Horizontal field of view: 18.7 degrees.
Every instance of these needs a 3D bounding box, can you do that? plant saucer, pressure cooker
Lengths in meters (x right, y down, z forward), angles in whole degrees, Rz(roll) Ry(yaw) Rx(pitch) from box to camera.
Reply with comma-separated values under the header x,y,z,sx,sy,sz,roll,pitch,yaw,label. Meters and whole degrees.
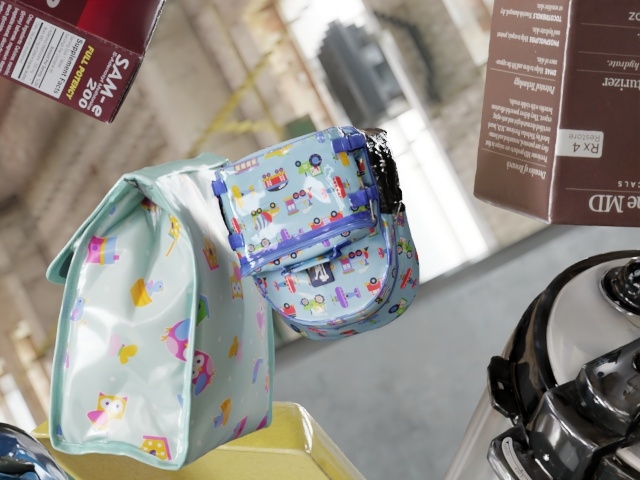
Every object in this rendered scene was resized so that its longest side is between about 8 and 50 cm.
x,y,z,sx,sy,sz,roll,pitch,yaw,label
-0.090,0.253,2.078,0.333,0.081,0.332,1,-29,26,plant saucer
0.316,0.214,1.848,0.370,0.376,0.420,-70,0,-50,pressure cooker

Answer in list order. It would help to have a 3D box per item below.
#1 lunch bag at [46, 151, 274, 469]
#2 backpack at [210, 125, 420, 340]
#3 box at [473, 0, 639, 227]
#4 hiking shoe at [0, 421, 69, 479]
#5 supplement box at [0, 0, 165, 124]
x,y,z,sx,sy,sz,roll,pitch,yaw,label
-0.136,0.054,1.748,0.160,0.262,0.223,5,7,19,lunch bag
0.000,0.000,1.672,0.158,0.173,0.117,-16,-3,17,backpack
0.253,-0.121,1.741,0.168,0.203,0.167,2,8,-20,box
-0.133,0.191,1.006,0.113,0.304,0.132,5,-53,-28,hiking shoe
-0.222,-0.187,1.291,0.130,0.239,0.073,-76,14,-45,supplement box
